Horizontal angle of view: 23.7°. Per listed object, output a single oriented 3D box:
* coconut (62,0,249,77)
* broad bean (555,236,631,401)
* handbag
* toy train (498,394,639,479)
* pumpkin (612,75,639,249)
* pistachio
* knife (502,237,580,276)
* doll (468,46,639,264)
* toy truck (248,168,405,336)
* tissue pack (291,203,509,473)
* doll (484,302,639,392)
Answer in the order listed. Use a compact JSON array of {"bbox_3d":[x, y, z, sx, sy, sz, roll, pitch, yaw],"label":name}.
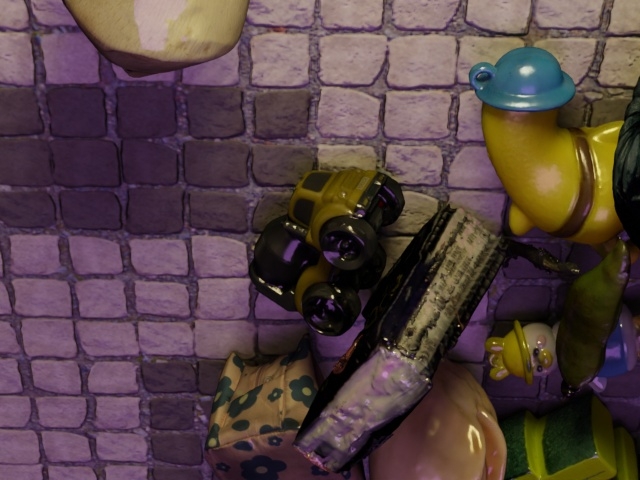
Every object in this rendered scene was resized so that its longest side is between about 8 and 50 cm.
[{"bbox_3d":[-0.176,-0.274,1.620,0.224,0.224,0.224,0,134,0],"label":"coconut"},{"bbox_3d":[0.343,0.105,1.950,0.061,0.077,0.339,-23,148,-17],"label":"broad bean"},{"bbox_3d":[-0.043,0.273,2.159,0.190,0.193,0.251,-13,135,20],"label":"handbag"},{"bbox_3d":[0.314,0.399,2.303,0.442,0.179,0.272,-29,120,26],"label":"toy train"},{"bbox_3d":[0.475,-0.114,1.660,0.266,0.363,0.363,25,131,-4],"label":"pumpkin"},{"bbox_3d":[0.153,0.320,2.146,0.214,0.318,0.193,10,-176,44],"label":"pistachio"},{"bbox_3d":[0.275,0.020,1.935,0.021,0.222,0.045,-24,100,-16],"label":"knife"},{"bbox_3d":[0.290,-0.089,1.837,0.199,0.145,0.363,-38,121,14],"label":"doll"},{"bbox_3d":[0.000,0.000,1.939,0.165,0.147,0.224,23,131,9],"label":"toy truck"},{"bbox_3d":[0.098,0.124,1.925,0.123,0.332,0.245,38,129,0],"label":"tissue pack"},{"bbox_3d":[0.348,0.144,2.097,0.241,0.099,0.135,-11,141,8],"label":"doll"}]
